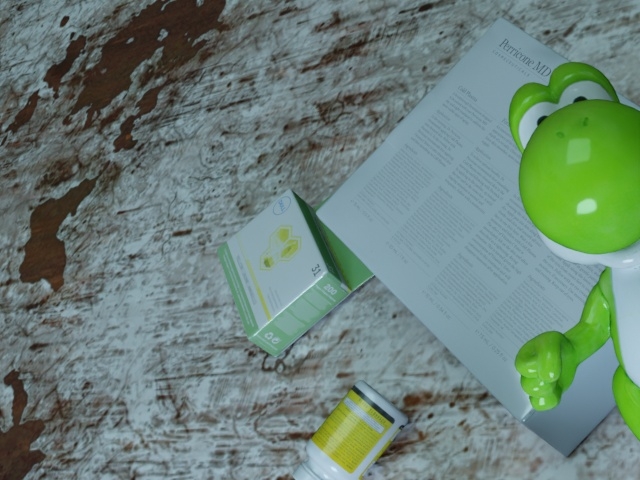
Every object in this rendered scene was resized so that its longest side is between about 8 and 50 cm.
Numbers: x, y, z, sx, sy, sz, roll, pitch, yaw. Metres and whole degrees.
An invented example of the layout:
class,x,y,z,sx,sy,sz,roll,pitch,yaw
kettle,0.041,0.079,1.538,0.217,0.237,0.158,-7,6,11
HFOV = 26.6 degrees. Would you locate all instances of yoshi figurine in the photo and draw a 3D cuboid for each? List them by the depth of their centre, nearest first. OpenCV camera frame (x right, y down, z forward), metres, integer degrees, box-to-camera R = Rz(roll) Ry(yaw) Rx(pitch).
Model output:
class,x,y,z,sx,sy,sz,roll,pitch,yaw
yoshi figurine,0.245,0.036,1.003,0.204,0.362,0.203,-29,-2,-24

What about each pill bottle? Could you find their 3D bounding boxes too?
class,x,y,z,sx,sy,sz,roll,pitch,yaw
pill bottle,0.027,0.200,1.329,0.116,0.065,0.065,-51,37,-3

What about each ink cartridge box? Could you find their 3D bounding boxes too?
class,x,y,z,sx,sy,sz,roll,pitch,yaw
ink cartridge box,0.000,0.000,1.539,0.235,0.056,0.171,-41,38,13

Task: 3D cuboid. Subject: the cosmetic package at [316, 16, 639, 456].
class,x,y,z,sx,sy,sz,roll,pitch,yaw
cosmetic package,0.201,-0.020,1.297,0.284,0.097,0.377,-48,43,5
